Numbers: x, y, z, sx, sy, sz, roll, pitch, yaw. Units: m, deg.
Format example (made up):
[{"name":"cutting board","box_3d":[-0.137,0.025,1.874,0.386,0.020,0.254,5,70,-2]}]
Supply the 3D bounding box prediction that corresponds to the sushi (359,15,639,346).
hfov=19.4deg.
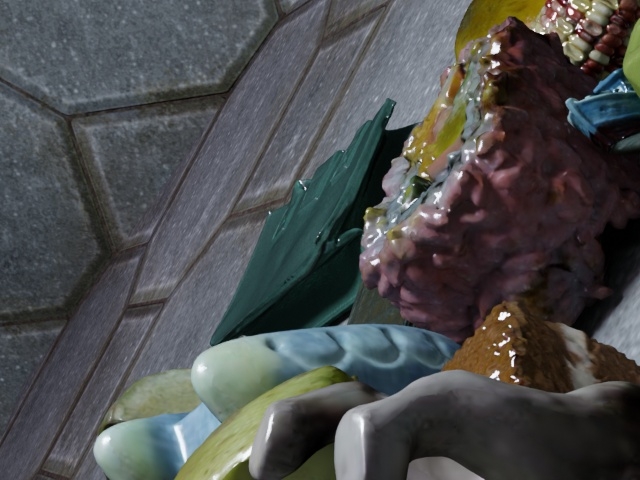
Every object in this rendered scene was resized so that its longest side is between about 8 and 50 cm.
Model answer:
[{"name":"sushi","box_3d":[0.144,-0.036,1.495,0.236,0.171,0.270,-54,12,31]}]

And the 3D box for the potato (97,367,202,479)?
[{"name":"potato","box_3d":[-0.061,0.177,1.602,0.269,0.255,0.112,-48,19,41]}]

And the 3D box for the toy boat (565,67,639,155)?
[{"name":"toy boat","box_3d":[0.233,-0.099,1.397,0.137,0.061,0.060,-14,-24,-42]}]

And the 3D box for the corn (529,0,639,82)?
[{"name":"corn","box_3d":[0.199,-0.124,1.641,0.290,0.098,0.098,-59,13,18]}]

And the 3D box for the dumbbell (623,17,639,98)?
[{"name":"dumbbell","box_3d":[0.310,-0.211,1.381,0.121,0.108,0.302,-43,21,54]}]

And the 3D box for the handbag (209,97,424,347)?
[{"name":"handbag","box_3d":[0.000,0.001,2.134,0.326,0.089,0.238,-43,21,55]}]

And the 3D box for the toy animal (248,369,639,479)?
[{"name":"toy animal","box_3d":[0.134,0.220,0.902,0.194,0.303,0.344,135,137,-62]}]

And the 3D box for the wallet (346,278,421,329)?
[{"name":"wallet","box_3d":[0.076,0.046,1.843,0.169,0.044,0.317,-40,25,53]}]

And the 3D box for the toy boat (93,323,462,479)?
[{"name":"toy boat","box_3d":[-0.006,0.118,1.388,0.215,0.330,0.123,-42,56,39]}]

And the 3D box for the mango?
[{"name":"mango","box_3d":[0.200,-0.200,1.802,0.137,0.098,0.195,-59,17,-13]}]

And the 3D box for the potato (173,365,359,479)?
[{"name":"potato","box_3d":[-0.034,0.255,1.189,0.213,0.330,0.280,-15,5,4]}]

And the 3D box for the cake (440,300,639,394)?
[{"name":"cake","box_3d":[0.142,0.136,1.167,0.134,0.147,0.135,-51,17,26]}]
